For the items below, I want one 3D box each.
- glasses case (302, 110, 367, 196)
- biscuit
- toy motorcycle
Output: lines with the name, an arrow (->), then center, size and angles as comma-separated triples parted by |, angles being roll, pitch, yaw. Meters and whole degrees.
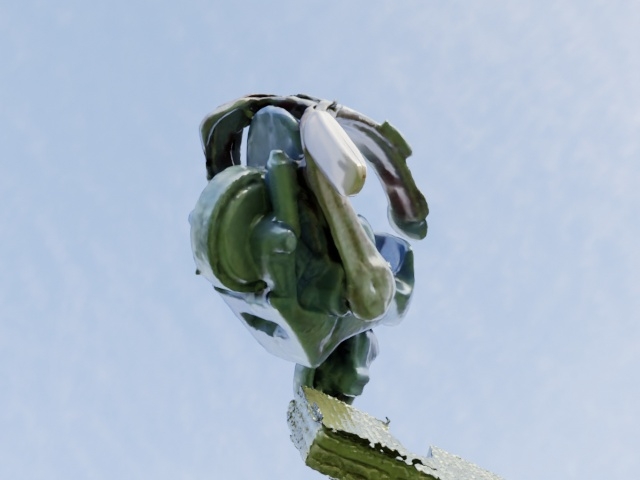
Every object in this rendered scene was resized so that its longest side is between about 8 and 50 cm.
glasses case -> 0.010, -0.066, 0.843 | 0.021, 0.083, 0.032 | 2, -51, -36
biscuit -> 0.089, 0.194, 0.912 | 0.250, 0.147, 0.046 | 25, -89, -11
toy motorcycle -> 0.016, 0.008, 1.026 | 0.241, 0.182, 0.319 | -36, -47, -7
